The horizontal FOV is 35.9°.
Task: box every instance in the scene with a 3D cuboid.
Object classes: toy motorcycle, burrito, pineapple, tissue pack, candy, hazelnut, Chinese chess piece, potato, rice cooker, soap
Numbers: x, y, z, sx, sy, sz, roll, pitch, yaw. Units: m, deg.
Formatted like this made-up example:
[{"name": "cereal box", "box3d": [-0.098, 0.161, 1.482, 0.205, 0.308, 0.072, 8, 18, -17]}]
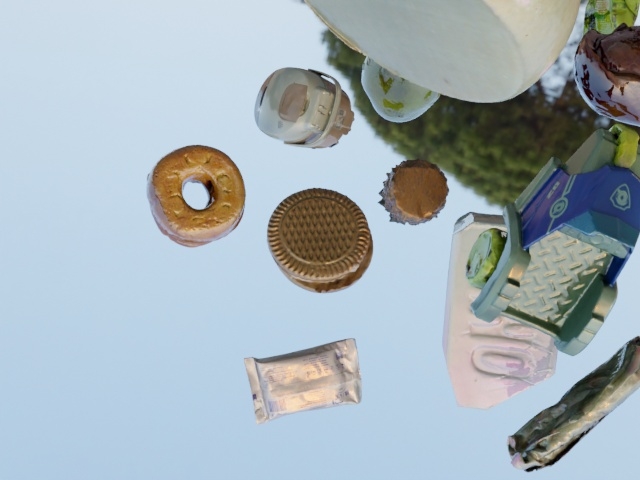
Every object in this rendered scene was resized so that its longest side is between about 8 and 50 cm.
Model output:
[{"name": "toy motorcycle", "box3d": [0.359, 0.001, 1.396, 0.191, 0.326, 0.200, 22, -149, -10]}, {"name": "burrito", "box3d": [0.434, 0.270, 1.622, 0.066, 0.309, 0.096, 49, -178, -17]}, {"name": "pineapple", "box3d": [0.168, -0.086, 1.903, 0.128, 0.128, 0.248, 12, 176, -4]}, {"name": "tissue pack", "box3d": [-0.025, 0.241, 1.688, 0.193, 0.123, 0.026, -11, -167, -4]}, {"name": "candy", "box3d": [0.567, -0.465, 1.899, 0.069, 0.246, 0.149, 9, -174, -22]}, {"name": "hazelnut", "box3d": [0.496, -0.263, 1.552, 0.201, 0.161, 0.170, 18, -164, -25]}, {"name": "Chinese chess piece", "box3d": [0.121, -0.304, 1.104, 0.349, 0.146, 0.349, 31, 169, 7]}, {"name": "potato", "box3d": [0.183, -0.364, 2.201, 0.186, 0.253, 0.148, 16, -124, 2]}, {"name": "rice cooker", "box3d": [-0.032, -0.240, 1.806, 0.206, 0.145, 0.127, 20, -177, 43]}, {"name": "soap", "box3d": [0.328, 0.130, 1.784, 0.208, 0.347, 0.115, 6, -166, 10]}]

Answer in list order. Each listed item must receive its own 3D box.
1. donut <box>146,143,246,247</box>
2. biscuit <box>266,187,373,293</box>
[{"name": "donut", "box3d": [-0.269, -0.100, 2.143, 0.226, 0.227, 0.114, 9, 173, -9]}, {"name": "biscuit", "box3d": [0.000, 0.000, 2.300, 0.259, 0.079, 0.259, 1, -116, -3]}]
